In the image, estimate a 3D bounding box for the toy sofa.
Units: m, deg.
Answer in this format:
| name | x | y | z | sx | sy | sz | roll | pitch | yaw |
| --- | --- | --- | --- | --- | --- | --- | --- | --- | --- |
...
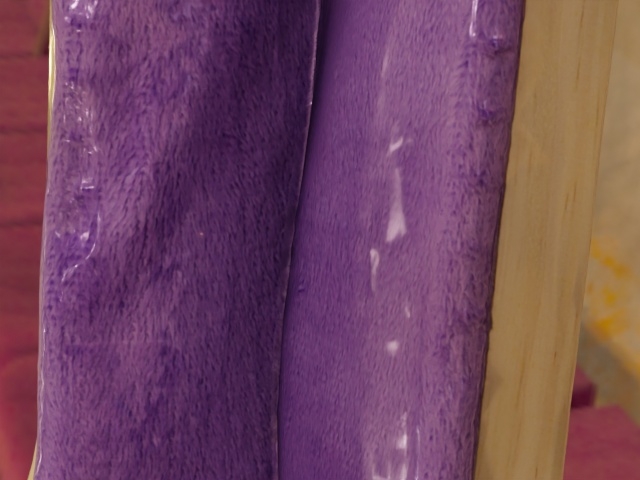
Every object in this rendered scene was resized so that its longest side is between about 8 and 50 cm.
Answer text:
| name | x | y | z | sx | sy | sz | roll | pitch | yaw |
| --- | --- | --- | --- | --- | --- | --- | --- | --- | --- |
| toy sofa | 0.000 | 0.000 | 0.514 | 0.150 | 0.177 | 0.362 | -152 | 65 | -65 |
